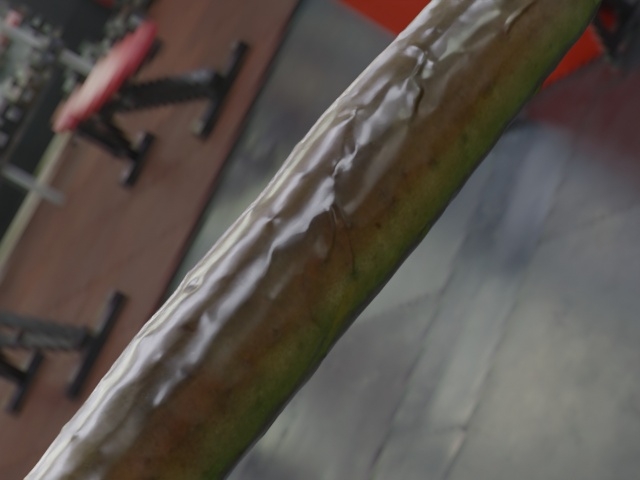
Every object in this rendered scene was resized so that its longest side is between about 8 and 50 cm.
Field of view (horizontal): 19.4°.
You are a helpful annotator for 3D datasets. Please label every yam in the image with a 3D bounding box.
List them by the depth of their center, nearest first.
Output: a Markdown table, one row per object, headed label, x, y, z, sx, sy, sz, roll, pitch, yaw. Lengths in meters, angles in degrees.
| label | x | y | z | sx | sy | sz | roll | pitch | yaw |
| --- | --- | --- | --- | --- | --- | --- | --- | --- | --- |
| yam | 0.000 | 0.000 | 0.521 | 0.264 | 0.046 | 0.046 | -50 | 12 | -15 |
